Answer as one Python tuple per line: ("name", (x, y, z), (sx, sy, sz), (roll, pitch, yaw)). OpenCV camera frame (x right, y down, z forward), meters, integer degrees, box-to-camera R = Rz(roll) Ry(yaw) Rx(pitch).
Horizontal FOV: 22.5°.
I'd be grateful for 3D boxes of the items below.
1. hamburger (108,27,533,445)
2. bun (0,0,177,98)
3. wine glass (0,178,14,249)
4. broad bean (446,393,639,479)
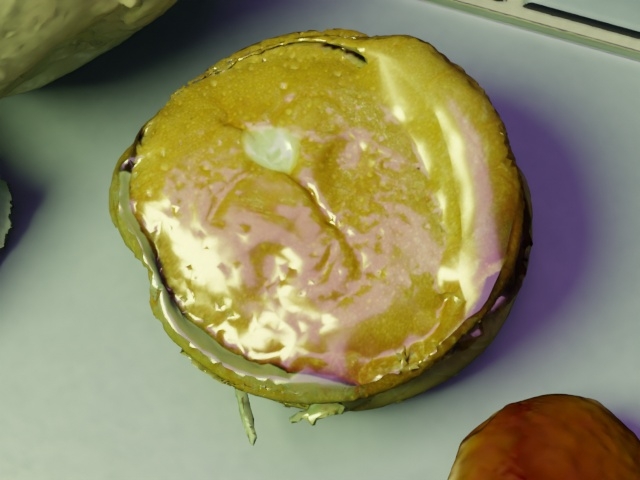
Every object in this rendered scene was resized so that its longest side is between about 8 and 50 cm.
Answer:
("hamburger", (0.000, 0.000, 0.690), (0.177, 0.113, 0.185), (17, 80, 4))
("bun", (-0.192, -0.187, 0.690), (0.359, 0.211, 0.360), (16, 46, -17))
("wine glass", (-0.240, -0.038, 0.723), (0.202, 0.093, 0.093), (26, 74, 13))
("broad bean", (0.093, 0.141, 0.640), (0.114, 0.084, 0.165), (11, 67, -31))
